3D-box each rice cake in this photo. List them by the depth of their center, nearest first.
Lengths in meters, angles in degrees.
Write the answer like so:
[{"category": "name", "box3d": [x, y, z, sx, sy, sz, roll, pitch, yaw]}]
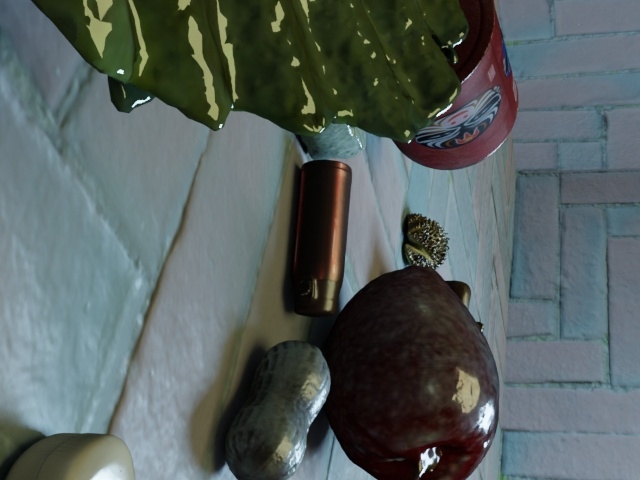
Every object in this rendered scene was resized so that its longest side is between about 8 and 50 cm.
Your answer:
[{"category": "rice cake", "box3d": [-0.002, -0.154, 0.949, 0.206, 0.069, 0.063, 64, 30, -58]}]

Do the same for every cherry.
[{"category": "cherry", "box3d": [0.104, 0.155, 1.065, 0.230, 0.203, 0.300, 60, 25, -46]}]

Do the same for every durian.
[{"category": "durian", "box3d": [0.183, 0.015, 1.570, 0.140, 0.071, 0.110, 71, 24, -58]}]

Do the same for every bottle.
[{"category": "bottle", "box3d": [0.000, 0.000, 0.973, 0.060, 0.060, 0.164, 46, 46, -67]}]

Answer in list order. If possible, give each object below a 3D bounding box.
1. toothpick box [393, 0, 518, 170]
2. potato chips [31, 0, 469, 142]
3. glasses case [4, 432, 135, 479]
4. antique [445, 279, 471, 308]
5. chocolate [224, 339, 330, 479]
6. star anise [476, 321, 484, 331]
[{"category": "toothpick box", "box3d": [0.145, -0.225, 1.213, 0.333, 0.204, 0.204, 29, 62, -72]}, {"category": "potato chips", "box3d": [-0.023, -0.231, 0.418, 0.373, 0.097, 0.389, -56, 136, -40]}, {"category": "glasses case", "box3d": [-0.136, 0.207, 0.522, 0.083, 0.050, 0.196, -26, 115, -69]}, {"category": "antique", "box3d": [0.158, 0.143, 1.407, 0.257, 0.121, 0.143, 72, 33, -63]}, {"category": "chocolate", "box3d": [-0.036, 0.149, 0.826, 0.167, 0.072, 0.072, -62, 147, -54]}, {"category": "star anise", "box3d": [0.231, 0.217, 1.597, 0.073, 0.177, 0.234, -21, 113, -29]}]
